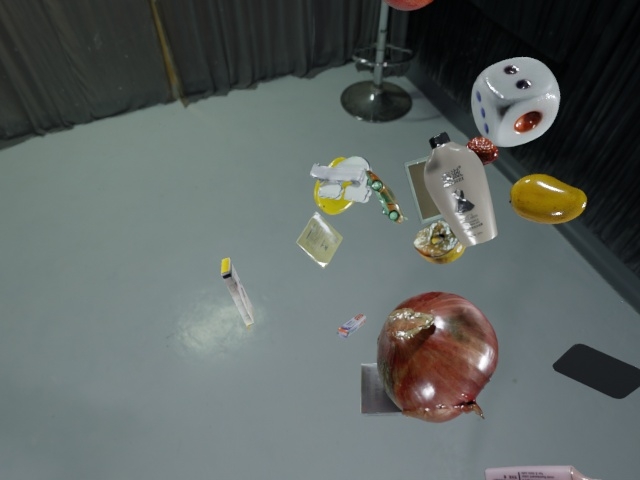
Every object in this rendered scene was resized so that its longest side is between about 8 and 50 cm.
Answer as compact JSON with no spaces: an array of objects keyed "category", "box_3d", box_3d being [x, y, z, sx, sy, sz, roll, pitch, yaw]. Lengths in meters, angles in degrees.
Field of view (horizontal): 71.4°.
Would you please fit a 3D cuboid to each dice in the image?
[{"category":"dice","box_3d":[0.574,-0.410,1.328,0.194,0.193,0.191,-16,56,5]}]

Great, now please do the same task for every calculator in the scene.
[{"category":"calculator","box_3d":[0.071,-0.187,1.457,0.146,0.032,0.234,44,70,-17]}]

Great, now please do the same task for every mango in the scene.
[{"category":"mango","box_3d":[0.353,-0.064,0.694,0.114,0.060,0.080,19,73,45]}]

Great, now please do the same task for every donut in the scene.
[{"category":"donut","box_3d":[0.425,0.011,1.562,0.190,0.074,0.174,8,56,52]}]

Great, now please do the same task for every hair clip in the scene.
[{"category":"hair clip","box_3d":[0.065,-0.180,1.264,0.220,0.054,0.140,11,70,41]}]

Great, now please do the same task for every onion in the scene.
[{"category":"onion","box_3d":[0.309,0.309,1.192,0.355,0.353,0.353,0,52,1]}]

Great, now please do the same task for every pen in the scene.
[{"category":"pen","box_3d":[0.372,0.403,0.738,0.197,0.032,0.053,-23,53,37]}]

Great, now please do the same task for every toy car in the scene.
[{"category":"toy car","box_3d":[0.123,-0.086,0.859,0.035,0.121,0.059,-29,16,4]}]

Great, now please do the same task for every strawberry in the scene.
[{"category":"strawberry","box_3d":[0.381,-0.207,1.048,0.074,0.073,0.083,-8,24,-6]}]

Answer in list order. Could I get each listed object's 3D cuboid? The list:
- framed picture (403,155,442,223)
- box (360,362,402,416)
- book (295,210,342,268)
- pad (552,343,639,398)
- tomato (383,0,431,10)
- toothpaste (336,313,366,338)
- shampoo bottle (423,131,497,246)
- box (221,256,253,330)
[{"category":"framed picture","box_3d":[0.519,-0.245,2.061,0.231,0.018,0.292,-17,94,-15]},{"category":"box","box_3d":[0.301,0.509,1.538,0.326,0.047,0.180,-8,52,17]},{"category":"book","box_3d":[0.000,0.000,1.868,0.013,0.192,0.167,6,59,50]},{"category":"pad","box_3d":[0.961,0.369,1.461,0.250,0.322,0.055,25,22,9]},{"category":"tomato","box_3d":[0.249,-0.860,1.317,0.325,0.293,0.289,39,63,-10]},{"category":"toothpaste","box_3d":[0.129,0.350,1.838,0.047,0.040,0.196,19,17,24]},{"category":"shampoo bottle","box_3d":[0.306,-0.116,0.984,0.127,0.256,0.078,-22,4,25]},{"category":"box","box_3d":[-0.287,0.189,1.573,0.033,0.247,0.129,-22,23,-3]}]
